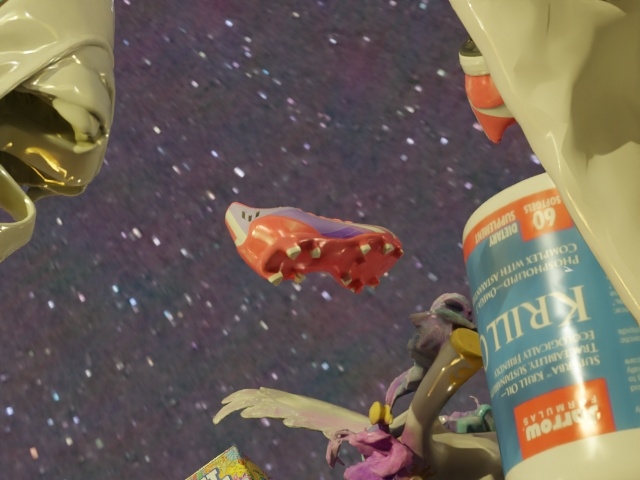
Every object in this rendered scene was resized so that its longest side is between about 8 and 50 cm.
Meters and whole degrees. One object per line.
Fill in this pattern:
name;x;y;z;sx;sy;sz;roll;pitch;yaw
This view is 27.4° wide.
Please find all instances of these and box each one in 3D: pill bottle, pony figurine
pill bottle;0.150;0.083;0.673;0.124;0.221;0.124;-6;-27;-3
pony figurine;0.098;0.221;1.307;0.351;0.303;0.363;20;-58;-19

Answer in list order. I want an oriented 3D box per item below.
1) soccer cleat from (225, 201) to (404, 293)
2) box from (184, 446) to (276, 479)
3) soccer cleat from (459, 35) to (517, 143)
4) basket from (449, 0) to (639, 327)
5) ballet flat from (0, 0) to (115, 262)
soccer cleat;0.000;0.000;1.401;0.248;0.095;0.083;1;-48;-53
box;-0.042;0.423;1.408;0.177;0.279;0.290;-36;-43;5
soccer cleat;0.308;-0.188;1.364;0.318;0.108;0.116;-12;-66;8
basket;0.272;-0.097;0.480;0.331;0.328;0.266;59;-143;-7
ballet flat;-0.219;-0.052;0.850;0.400;0.139;0.139;-50;-50;-46
